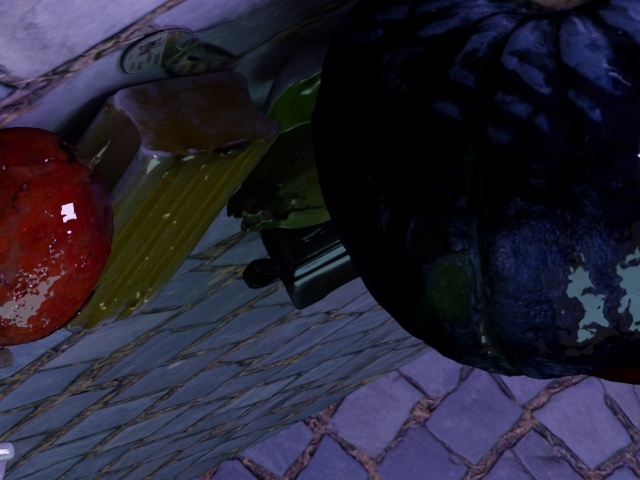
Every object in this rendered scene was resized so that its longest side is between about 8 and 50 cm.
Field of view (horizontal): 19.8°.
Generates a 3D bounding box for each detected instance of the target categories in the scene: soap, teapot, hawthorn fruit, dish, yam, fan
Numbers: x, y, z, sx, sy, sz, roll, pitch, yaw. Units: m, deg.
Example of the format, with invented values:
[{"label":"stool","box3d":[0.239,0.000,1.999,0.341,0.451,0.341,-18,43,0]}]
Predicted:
[{"label":"soap","box3d":[-0.143,-0.021,1.362,0.140,0.073,0.232,-14,152,-45]},{"label":"teapot","box3d":[0.000,0.000,1.841,0.177,0.087,0.096,-28,164,5]},{"label":"hawthorn fruit","box3d":[-0.202,-0.011,1.227,0.172,0.148,0.148,-48,164,9]},{"label":"dish","box3d":[0.010,-0.133,1.394,0.137,0.039,0.091,-23,163,-21]},{"label":"yam","box3d":[-0.341,0.122,1.768,0.021,0.021,0.116,-34,167,32]},{"label":"fan","box3d":[-0.101,-0.133,1.226,0.080,0.003,0.060,-29,169,12]}]

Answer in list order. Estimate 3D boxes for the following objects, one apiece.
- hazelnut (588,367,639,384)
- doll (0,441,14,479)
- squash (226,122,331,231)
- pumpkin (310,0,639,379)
[{"label":"hazelnut","box3d":[0.291,-0.053,1.617,0.421,0.421,0.353,-24,131,-11]},{"label":"doll","box3d":[-0.405,0.244,2.020,0.129,0.081,0.207,-15,166,6]},{"label":"squash","box3d":[0.002,-0.063,1.534,0.094,0.094,0.341,-33,173,28]},{"label":"pumpkin","box3d":[0.174,-0.075,1.241,0.363,0.363,0.266,-24,126,-15]}]
